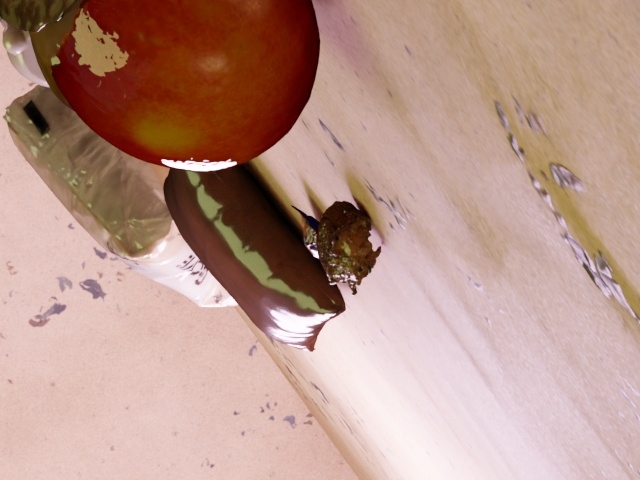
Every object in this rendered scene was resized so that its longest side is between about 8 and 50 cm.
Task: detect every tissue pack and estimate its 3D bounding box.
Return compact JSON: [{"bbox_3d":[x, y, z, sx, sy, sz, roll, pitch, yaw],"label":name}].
[{"bbox_3d":[-0.266,-0.081,2.755,0.390,0.195,0.375,50,-175,24],"label":"tissue pack"}]

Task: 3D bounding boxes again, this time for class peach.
[{"bbox_3d":[-0.105,-0.155,1.292,0.226,0.190,0.196,52,-172,-50],"label":"peach"}]

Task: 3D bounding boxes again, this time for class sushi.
[{"bbox_3d":[0.027,0.009,1.754,0.060,0.061,0.118,63,178,35],"label":"sushi"}]

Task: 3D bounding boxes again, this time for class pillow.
[{"bbox_3d":[-0.091,0.006,2.320,0.308,0.108,0.305,50,168,3],"label":"pillow"}]

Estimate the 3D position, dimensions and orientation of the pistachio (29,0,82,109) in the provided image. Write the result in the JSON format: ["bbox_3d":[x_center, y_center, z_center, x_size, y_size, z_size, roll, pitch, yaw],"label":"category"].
[{"bbox_3d":[-0.202,-0.236,1.704,0.260,0.163,0.212,68,153,24],"label":"pistachio"}]

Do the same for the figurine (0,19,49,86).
[{"bbox_3d":[-0.362,-0.303,2.449,0.235,0.155,0.127,-119,29,-53],"label":"figurine"}]

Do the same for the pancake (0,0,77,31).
[{"bbox_3d":[-0.243,-0.289,1.619,0.029,0.212,0.235,10,-152,-37],"label":"pancake"}]

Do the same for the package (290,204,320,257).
[{"bbox_3d":[-0.001,0.000,2.004,0.077,0.033,0.110,39,172,25],"label":"package"}]
